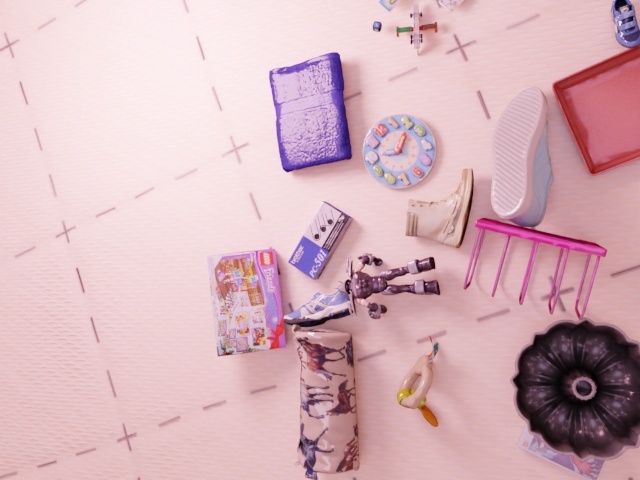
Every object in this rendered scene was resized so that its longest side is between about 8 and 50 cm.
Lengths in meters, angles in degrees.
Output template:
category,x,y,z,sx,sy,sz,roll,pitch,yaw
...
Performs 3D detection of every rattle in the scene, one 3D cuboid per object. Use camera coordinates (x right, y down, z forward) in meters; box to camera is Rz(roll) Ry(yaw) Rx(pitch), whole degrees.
category,x,y,z,sx,sy,sz,roll,pitch,yaw
rattle,0.305,0.378,1.602,0.142,0.130,0.200,30,72,5

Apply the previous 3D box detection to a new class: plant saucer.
category,x,y,z,sx,sy,sz,roll,pitch,yaw
plant saucer,0.742,-0.322,1.466,0.259,0.047,0.259,-23,83,18

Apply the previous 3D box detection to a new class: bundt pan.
category,x,y,z,sx,sy,sz,roll,pitch,yaw
bundt pan,0.630,0.354,1.446,0.330,0.124,0.331,-2,81,15

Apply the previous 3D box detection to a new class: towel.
category,x,y,z,sx,sy,sz,roll,pitch,yaw
towel,-0.025,-0.363,1.714,0.227,0.076,0.309,-8,88,25

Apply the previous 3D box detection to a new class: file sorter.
category,x,y,z,sx,sy,sz,roll,pitch,yaw
file sorter,0.514,0.066,1.464,0.290,0.202,0.182,15,98,18

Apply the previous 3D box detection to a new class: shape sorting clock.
category,x,y,z,sx,sy,sz,roll,pitch,yaw
shape sorting clock,0.216,-0.246,1.645,0.206,0.040,0.206,0,90,19

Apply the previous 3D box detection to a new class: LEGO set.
category,x,y,z,sx,sy,sz,roll,pitch,yaw
LEGO set,0.264,-0.636,1.637,0.244,0.060,0.182,-44,74,4

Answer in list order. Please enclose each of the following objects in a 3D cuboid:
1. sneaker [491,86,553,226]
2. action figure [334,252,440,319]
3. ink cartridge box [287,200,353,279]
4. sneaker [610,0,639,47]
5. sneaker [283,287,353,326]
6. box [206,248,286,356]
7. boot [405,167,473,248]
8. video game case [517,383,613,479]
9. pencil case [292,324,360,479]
category,x,y,z,sx,sy,sz,roll,pitch,yaw
sneaker,0.524,-0.203,1.513,0.135,0.150,0.366,-1,69,50
action figure,0.175,0.119,1.624,0.284,0.099,0.186,-8,84,16
ink cartridge box,0.000,0.000,1.713,0.097,0.046,0.207,33,100,17
sneaker,0.739,-0.532,1.444,0.053,0.059,0.144,-16,67,17
sneaker,-0.008,0.195,1.708,0.211,0.080,0.081,-17,69,14
box,-0.215,0.179,1.740,0.200,0.057,0.294,-6,88,-6
boot,0.317,-0.099,1.593,0.165,0.077,0.213,13,97,20
video game case,0.631,0.488,1.514,0.201,0.023,0.184,22,97,17
pencil case,0.009,0.435,1.651,0.183,0.160,0.411,-3,89,4
